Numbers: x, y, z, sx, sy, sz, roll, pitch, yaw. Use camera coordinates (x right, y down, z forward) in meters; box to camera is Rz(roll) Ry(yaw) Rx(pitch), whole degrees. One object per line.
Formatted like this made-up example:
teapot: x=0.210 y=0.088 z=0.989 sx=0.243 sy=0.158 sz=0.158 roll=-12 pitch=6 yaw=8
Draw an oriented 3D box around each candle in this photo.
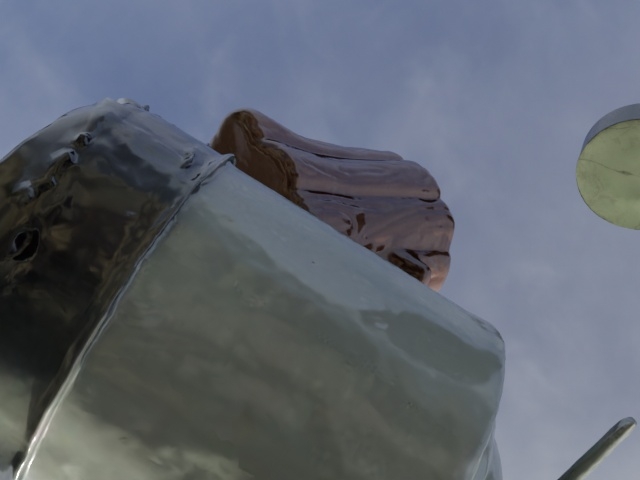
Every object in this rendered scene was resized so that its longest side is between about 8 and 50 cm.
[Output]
candle: x=-0.035 y=0.090 z=0.457 sx=0.343 sy=0.221 sz=0.221 roll=33 pitch=-93 yaw=-2

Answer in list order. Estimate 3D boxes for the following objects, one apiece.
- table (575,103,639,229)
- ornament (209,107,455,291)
table: x=0.345 y=-0.078 z=0.895 sx=0.133 sy=0.133 sz=0.043 roll=5 pitch=-145 yaw=21
ornament: x=0.000 y=0.000 z=0.788 sx=0.221 sy=0.218 sz=0.235 roll=20 pitch=-72 yaw=43
